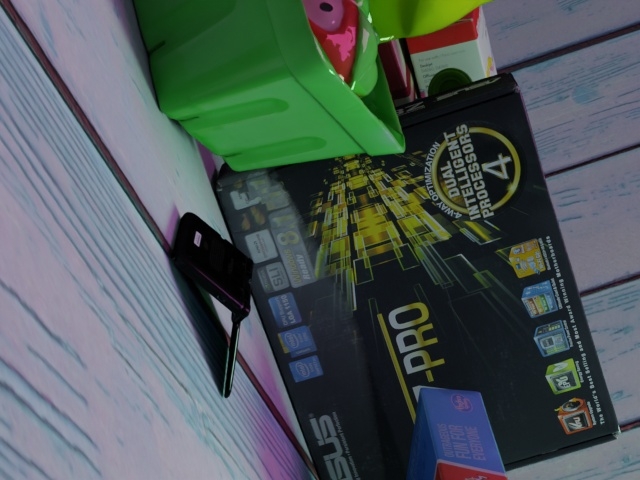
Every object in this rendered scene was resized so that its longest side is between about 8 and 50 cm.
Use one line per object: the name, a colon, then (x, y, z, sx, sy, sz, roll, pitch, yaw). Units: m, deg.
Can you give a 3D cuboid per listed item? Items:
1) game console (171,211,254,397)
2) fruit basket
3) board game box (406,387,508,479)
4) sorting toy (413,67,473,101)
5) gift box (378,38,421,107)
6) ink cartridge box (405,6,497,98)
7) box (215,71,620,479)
game console: (-0.090, 0.048, 1.122, 0.107, 0.071, 0.122, 40, 12, -13)
fruit basket: (0.021, -0.272, 1.322, 0.283, 0.392, 0.392, 39, 31, -62)
board game box: (0.117, 0.336, 1.353, 0.242, 0.064, 0.317, -97, -167, -70)
sorting toy: (0.130, -0.133, 1.481, 0.042, 0.061, 0.102, -14, 127, -64)
gift box: (-0.008, -0.184, 1.616, 0.258, 0.255, 0.276, -89, 167, -47)
ink cartridge box: (0.149, -0.197, 1.564, 0.134, 0.078, 0.231, -77, 153, -60)
box: (0.104, 0.061, 1.461, 0.097, 0.318, 0.395, -84, 157, -73)
